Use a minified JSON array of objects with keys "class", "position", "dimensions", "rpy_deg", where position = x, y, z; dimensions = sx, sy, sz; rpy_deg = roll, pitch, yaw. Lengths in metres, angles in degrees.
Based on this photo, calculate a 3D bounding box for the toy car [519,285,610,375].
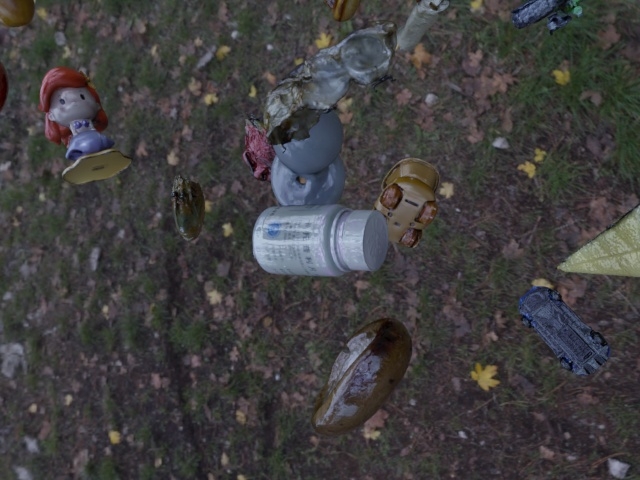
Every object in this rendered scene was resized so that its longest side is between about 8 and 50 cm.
[{"class":"toy car","position":[0.519,0.191,1.205],"dimensions":[0.103,0.063,0.216],"rpy_deg":[-47,51,16]}]

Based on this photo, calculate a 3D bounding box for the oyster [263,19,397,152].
[{"class":"oyster","position":[0.021,-0.305,1.092],"dimensions":[0.336,0.133,0.198],"rpy_deg":[-36,14,3]}]

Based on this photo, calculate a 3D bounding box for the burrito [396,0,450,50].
[{"class":"burrito","position":[0.228,-0.503,1.280],"dimensions":[0.087,0.060,0.226],"rpy_deg":[-54,7,-11]}]

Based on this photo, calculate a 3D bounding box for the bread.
[{"class":"bread","position":[0.833,-0.075,1.463],"dimensions":[0.345,0.242,0.405],"rpy_deg":[-33,16,-12]}]

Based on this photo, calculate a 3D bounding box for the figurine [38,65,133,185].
[{"class":"figurine","position":[-0.605,-0.280,1.402],"dimensions":[0.180,0.208,0.257],"rpy_deg":[-26,79,7]}]

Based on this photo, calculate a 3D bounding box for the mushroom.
[{"class":"mushroom","position":[0.037,0.123,0.497],"dimensions":[0.052,0.123,0.123],"rpy_deg":[37,113,2]}]

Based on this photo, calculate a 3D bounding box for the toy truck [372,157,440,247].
[{"class":"toy truck","position":[0.303,-0.130,2.015],"dimensions":[0.212,0.204,0.288],"rpy_deg":[-72,7,-46]}]

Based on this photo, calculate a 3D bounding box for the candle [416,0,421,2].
[{"class":"candle","position":[0.375,-0.818,1.679],"dimensions":[0.301,0.084,0.059],"rpy_deg":[-39,28,59]}]

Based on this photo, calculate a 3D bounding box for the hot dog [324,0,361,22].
[{"class":"hot dog","position":[0.059,-0.507,1.028],"dimensions":[0.104,0.076,0.250],"rpy_deg":[58,162,13]}]

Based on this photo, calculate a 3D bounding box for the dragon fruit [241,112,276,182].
[{"class":"dragon fruit","position":[-0.212,-0.358,2.153],"dimensions":[0.233,0.293,0.234],"rpy_deg":[-33,21,14]}]

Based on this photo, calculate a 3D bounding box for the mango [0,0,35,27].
[{"class":"mango","position":[-0.668,-0.532,1.157],"dimensions":[0.102,0.184,0.085],"rpy_deg":[-30,25,-8]}]

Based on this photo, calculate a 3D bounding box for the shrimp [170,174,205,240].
[{"class":"shrimp","position":[-0.270,-0.077,1.146],"dimensions":[0.217,0.051,0.115],"rpy_deg":[91,-177,-66]}]

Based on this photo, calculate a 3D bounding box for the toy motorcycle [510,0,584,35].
[{"class":"toy motorcycle","position":[0.278,-0.278,0.588],"dimensions":[0.074,0.190,0.106],"rpy_deg":[57,147,-11]}]

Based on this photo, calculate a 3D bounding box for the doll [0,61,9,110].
[{"class":"doll","position":[-0.707,-0.309,1.178],"dimensions":[0.183,0.085,0.218],"rpy_deg":[136,132,-59]}]

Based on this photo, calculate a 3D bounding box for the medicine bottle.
[{"class":"medicine bottle","position":[0.000,0.000,1.305],"dimensions":[0.292,0.170,0.170],"rpy_deg":[1,81,30]}]

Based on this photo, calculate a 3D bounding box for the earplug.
[{"class":"earplug","position":[-0.042,-0.206,1.433],"dimensions":[0.214,0.175,0.326],"rpy_deg":[22,136,19]}]
